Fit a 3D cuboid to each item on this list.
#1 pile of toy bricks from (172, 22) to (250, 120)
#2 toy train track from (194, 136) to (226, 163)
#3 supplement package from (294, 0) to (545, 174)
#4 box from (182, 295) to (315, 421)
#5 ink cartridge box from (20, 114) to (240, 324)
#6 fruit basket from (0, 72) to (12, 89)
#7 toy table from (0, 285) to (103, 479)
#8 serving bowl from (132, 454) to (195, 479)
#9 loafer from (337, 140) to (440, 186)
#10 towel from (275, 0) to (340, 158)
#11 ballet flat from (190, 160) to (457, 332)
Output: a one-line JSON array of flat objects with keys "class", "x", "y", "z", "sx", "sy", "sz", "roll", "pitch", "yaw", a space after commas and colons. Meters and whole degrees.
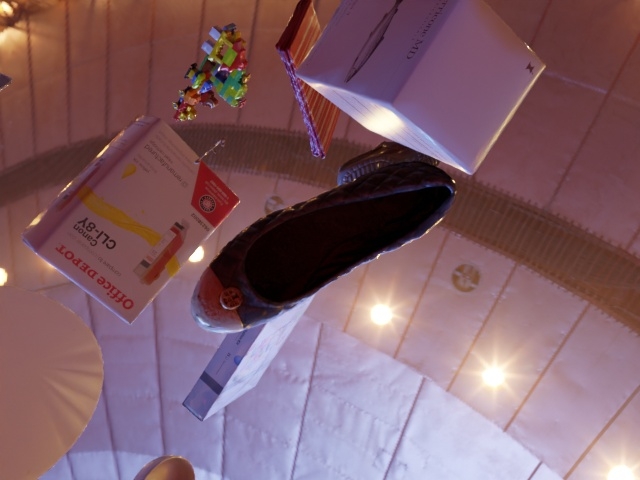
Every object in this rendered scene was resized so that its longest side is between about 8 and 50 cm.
[{"class": "pile of toy bricks", "x": -0.177, "y": -0.289, "z": 1.218, "sx": 0.105, "sy": 0.118, "sz": 0.212, "roll": 41, "pitch": -52, "yaw": 0}, {"class": "toy train track", "x": -0.217, "y": -0.176, "z": 1.318, "sx": 0.014, "sy": 0.083, "sz": 0.048, "roll": 50, "pitch": -23, "yaw": -10}, {"class": "supplement package", "x": 0.076, "y": -0.145, "z": 0.564, "sx": 0.105, "sy": 0.105, "sz": 0.179, "roll": -57, "pitch": -147, "yaw": 3}, {"class": "box", "x": -0.083, "y": 0.130, "z": 0.849, "sx": 0.038, "sy": 0.145, "sz": 0.186, "roll": 36, "pitch": -73, "yaw": 14}, {"class": "ink cartridge box", "x": -0.418, "y": -0.048, "z": 1.491, "sx": 0.384, "sy": 0.279, "sz": 0.160, "roll": -50, "pitch": -147, "yaw": -12}, {"class": "fruit basket", "x": -0.579, "y": -0.166, "z": 0.696, "sx": 0.353, "sy": 0.327, "sz": 0.165, "roll": 18, "pitch": -56, "yaw": 11}, {"class": "toy table", "x": -0.336, "y": 0.134, "z": 0.530, "sx": 0.161, "sy": 0.274, "sz": 0.252, "roll": -10, "pitch": -102, "yaw": 29}, {"class": "serving bowl", "x": -0.163, "y": 0.251, "z": 0.656, "sx": 0.027, "sy": 0.083, "sz": 0.083, "roll": 9, "pitch": -92, "yaw": 33}, {"class": "loafer", "x": 0.138, "y": -0.156, "z": 1.400, "sx": 0.087, "sy": 0.251, "sz": 0.094, "roll": 34, "pitch": -43, "yaw": 54}, {"class": "towel", "x": -0.016, "y": -0.333, "z": 1.365, "sx": 0.031, "sy": 0.274, "sz": 0.198, "roll": -1, "pitch": -134, "yaw": 20}, {"class": "ballet flat", "x": 0.000, "y": 0.000, "z": 0.390, "sx": 0.173, "sy": 0.049, "sz": 0.057, "roll": -30, "pitch": -84, "yaw": -6}]
